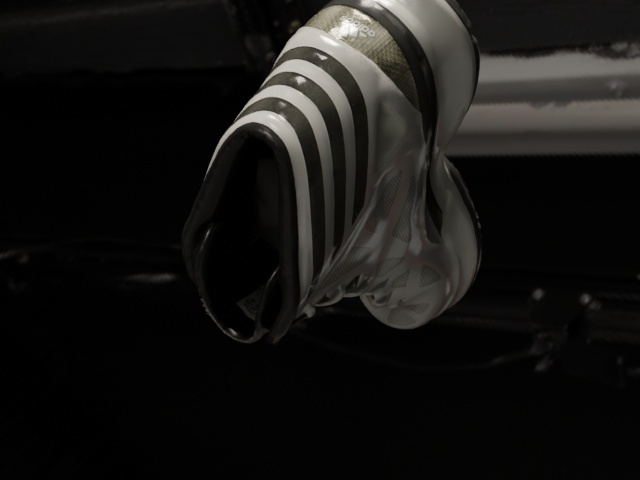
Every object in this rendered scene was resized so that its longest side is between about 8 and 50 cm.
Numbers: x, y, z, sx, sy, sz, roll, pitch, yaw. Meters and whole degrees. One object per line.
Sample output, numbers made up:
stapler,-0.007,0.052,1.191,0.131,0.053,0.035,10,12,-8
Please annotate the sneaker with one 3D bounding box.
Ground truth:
sneaker,-0.001,-0.001,0.868,0.169,0.257,0.448,34,-22,25
